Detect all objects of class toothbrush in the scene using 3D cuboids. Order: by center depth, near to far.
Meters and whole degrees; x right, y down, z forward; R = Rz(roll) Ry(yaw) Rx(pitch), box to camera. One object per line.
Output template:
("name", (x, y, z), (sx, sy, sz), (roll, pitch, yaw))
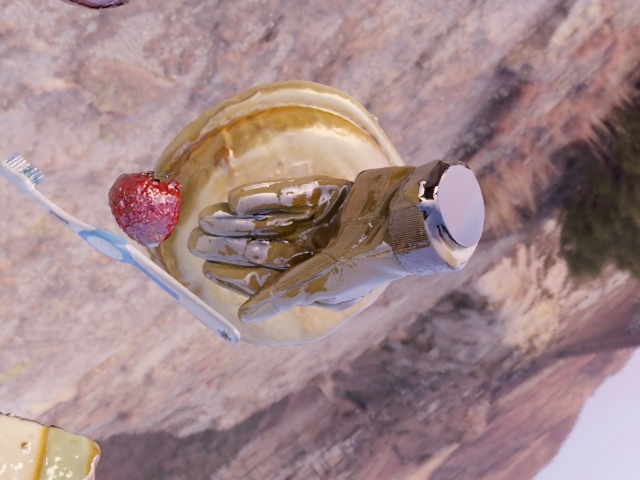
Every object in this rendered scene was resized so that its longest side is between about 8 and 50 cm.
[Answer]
("toothbrush", (-0.255, 0.012, 1.099), (0.040, 0.386, 0.040), (-51, 170, -13))

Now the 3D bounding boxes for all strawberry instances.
("strawberry", (-0.235, -0.042, 1.184), (0.106, 0.106, 0.106), (-37, 168, -9))

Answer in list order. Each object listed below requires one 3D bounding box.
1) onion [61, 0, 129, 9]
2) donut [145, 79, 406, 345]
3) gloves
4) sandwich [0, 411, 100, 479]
("onion", (-0.245, -0.390, 1.086), (0.219, 0.252, 0.252), (31, 116, -34))
("donut", (-0.055, -0.033, 1.373), (0.449, 0.449, 0.198), (-40, -148, 7))
("gloves", (0.011, 0.000, 0.950), (0.331, 0.154, 0.141), (-13, 177, 32))
("sandwich", (-0.148, 0.162, 0.350), (0.163, 0.079, 0.113), (-101, -147, -63))
